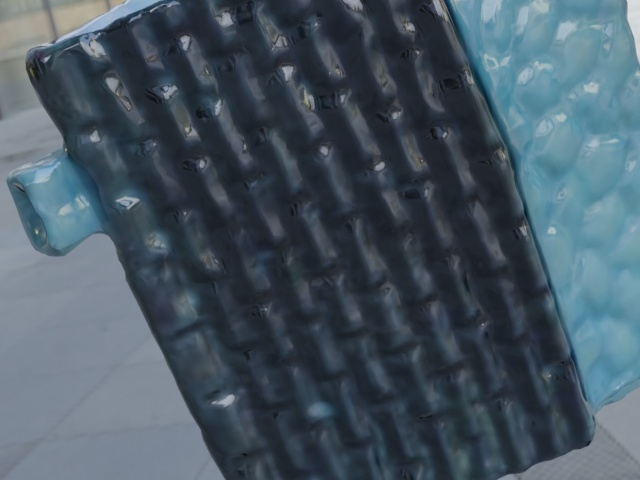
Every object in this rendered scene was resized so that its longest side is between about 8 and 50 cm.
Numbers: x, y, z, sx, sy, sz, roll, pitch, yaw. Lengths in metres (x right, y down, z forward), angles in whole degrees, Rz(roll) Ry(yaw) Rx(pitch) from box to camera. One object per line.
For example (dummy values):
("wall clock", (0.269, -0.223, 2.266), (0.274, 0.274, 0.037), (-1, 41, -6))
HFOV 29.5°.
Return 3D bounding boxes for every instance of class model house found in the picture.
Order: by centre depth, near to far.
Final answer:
("model house", (0.000, 0.000, 0.533), (0.241, 0.261, 0.226), (-33, 20, -28))
